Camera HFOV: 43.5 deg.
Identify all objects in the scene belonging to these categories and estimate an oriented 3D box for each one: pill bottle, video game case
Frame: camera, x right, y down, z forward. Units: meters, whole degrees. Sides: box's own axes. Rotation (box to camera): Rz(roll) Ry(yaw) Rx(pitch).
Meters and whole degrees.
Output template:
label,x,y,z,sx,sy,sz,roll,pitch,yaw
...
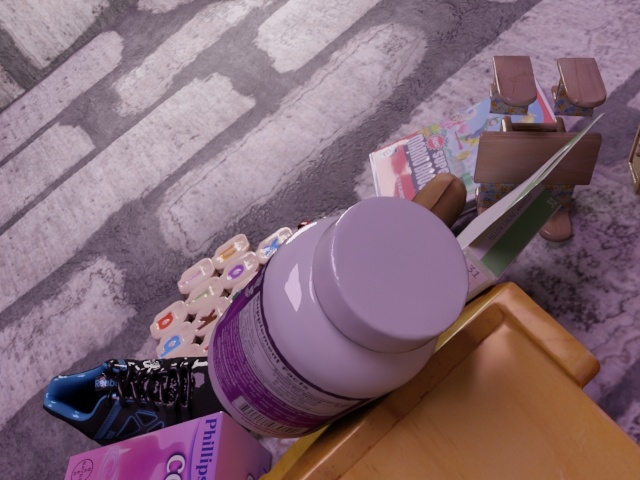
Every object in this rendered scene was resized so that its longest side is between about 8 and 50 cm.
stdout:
label,x,y,z,sx,sy,sz,roll,pitch,yaw
pill bottle,0.009,0.078,0.759,0.301,0.169,0.169,-46,17,56
video game case,0.214,-0.121,1.193,0.285,0.025,0.204,-24,40,16

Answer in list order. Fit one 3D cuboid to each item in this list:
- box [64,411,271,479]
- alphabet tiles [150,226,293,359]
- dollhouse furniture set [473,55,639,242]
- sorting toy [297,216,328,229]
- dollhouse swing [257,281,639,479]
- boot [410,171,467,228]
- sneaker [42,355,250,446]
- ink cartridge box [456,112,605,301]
label,x,y,z,sx,sy,sz,roll,pitch,yaw
box,-0.195,0.350,0.956,0.243,0.117,0.213,-19,41,21
alphabet tiles,-0.135,0.101,1.238,0.278,0.021,0.284,-35,38,2
dollhouse furniture set,0.306,-0.079,0.936,0.242,0.212,0.161,2,45,4
sorting toy,0.000,0.000,1.205,0.102,0.061,0.042,-5,47,55
dollhouse swing,0.151,0.270,0.818,0.347,0.305,0.315,-43,-3,-6
boot,0.082,0.056,1.036,0.236,0.089,0.269,-52,-2,38
sneaker,-0.223,0.218,1.081,0.341,0.139,0.125,-16,55,27
ink cartridge box,0.207,-0.019,0.855,0.171,0.056,0.235,-40,-3,-41
